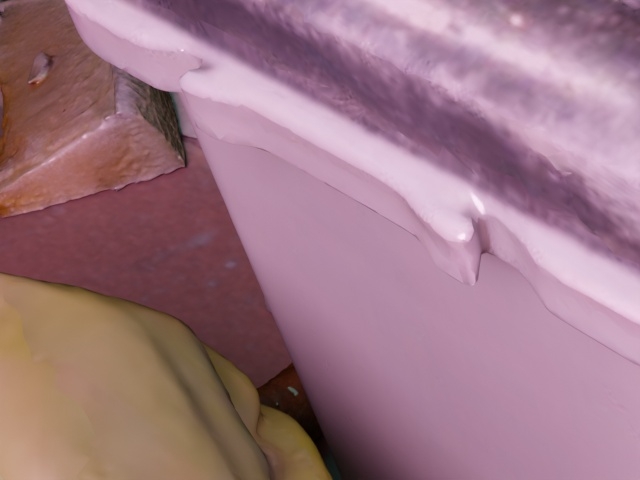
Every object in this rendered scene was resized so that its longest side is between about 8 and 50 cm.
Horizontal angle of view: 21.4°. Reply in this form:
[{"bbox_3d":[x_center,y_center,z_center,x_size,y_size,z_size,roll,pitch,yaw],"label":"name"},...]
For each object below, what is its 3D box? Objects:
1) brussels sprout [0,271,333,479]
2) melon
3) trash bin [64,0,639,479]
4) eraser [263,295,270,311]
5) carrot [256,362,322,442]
[{"bbox_3d":[-0.111,0.165,0.458,0.344,0.268,0.344,-2,72,7],"label":"brussels sprout"},{"bbox_3d":[-0.133,-0.091,0.906,0.098,0.054,0.182,-22,43,10],"label":"melon"},{"bbox_3d":[0.123,0.010,0.514,0.296,0.367,0.256,29,58,36],"label":"trash bin"},{"bbox_3d":[0.000,0.000,0.797,0.038,0.019,0.083,1,45,14],"label":"eraser"},{"bbox_3d":[-0.045,0.095,0.694,0.057,0.057,0.224,31,51,34],"label":"carrot"}]
